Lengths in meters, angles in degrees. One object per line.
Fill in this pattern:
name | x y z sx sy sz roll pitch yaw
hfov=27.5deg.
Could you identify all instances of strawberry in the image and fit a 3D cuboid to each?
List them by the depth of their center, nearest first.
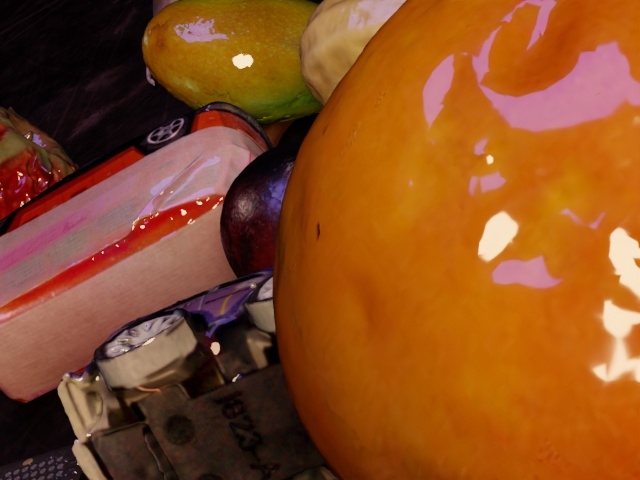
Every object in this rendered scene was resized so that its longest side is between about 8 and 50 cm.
strawberry | -0.350 -0.013 1.279 0.244 0.205 0.205 -53 29 10

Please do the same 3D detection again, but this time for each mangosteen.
mangosteen | 0.000 0.000 0.951 0.152 0.152 0.152 -24 32 16

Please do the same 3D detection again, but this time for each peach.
peach | 0.153 0.027 0.580 0.343 0.343 0.301 -43 66 -15

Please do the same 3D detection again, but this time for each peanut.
peanut | 0.135 -0.154 1.029 0.318 0.147 0.147 -2 42 26

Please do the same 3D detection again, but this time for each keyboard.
keyboard | -0.265 0.202 1.029 0.198 0.010 0.064 -19 32 23

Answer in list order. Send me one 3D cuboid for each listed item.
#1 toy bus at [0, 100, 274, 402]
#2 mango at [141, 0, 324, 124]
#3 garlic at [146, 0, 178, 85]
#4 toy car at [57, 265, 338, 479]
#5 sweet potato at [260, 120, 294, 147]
toy bus | -0.168 0.011 1.096 0.302 0.127 0.147 -27 36 8
mango | -0.043 -0.157 1.159 0.232 0.111 0.125 13 59 -4
garlic | -0.152 -0.301 1.553 0.128 0.148 0.266 9 34 -1
toy car | -0.030 0.092 0.827 0.235 0.172 0.158 -23 18 9
sweet potato | -0.003 -0.173 1.266 0.078 0.058 0.255 23 58 36
